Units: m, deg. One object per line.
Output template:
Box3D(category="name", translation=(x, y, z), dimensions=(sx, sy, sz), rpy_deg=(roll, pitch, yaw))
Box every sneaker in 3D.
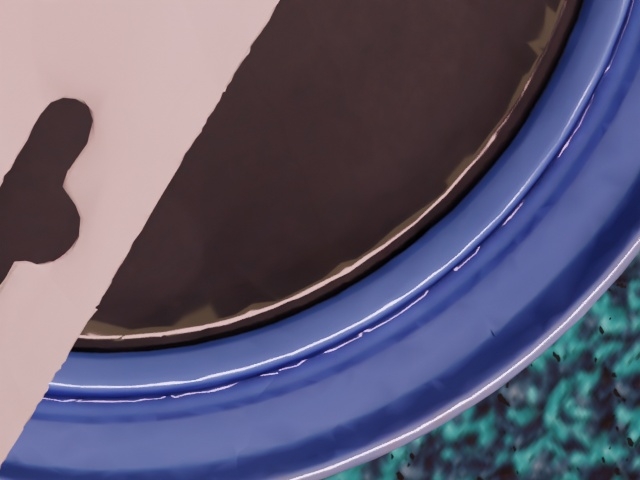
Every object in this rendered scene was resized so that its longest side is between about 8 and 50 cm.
Box3D(category="sneaker", translation=(0.000, 0.000, 0.705), dimensions=(0.178, 0.072, 0.077), rpy_deg=(13, 91, -30))

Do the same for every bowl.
Box3D(category="bowl", translation=(-0.045, -0.114, 0.569), dimensions=(0.391, 0.077, 0.391), rpy_deg=(-6, 107, -19))

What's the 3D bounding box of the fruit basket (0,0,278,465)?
Box3D(category="fruit basket", translation=(-0.193, -0.076, 0.391), dimensions=(0.353, 0.165, 0.327), rpy_deg=(31, 104, -9))
